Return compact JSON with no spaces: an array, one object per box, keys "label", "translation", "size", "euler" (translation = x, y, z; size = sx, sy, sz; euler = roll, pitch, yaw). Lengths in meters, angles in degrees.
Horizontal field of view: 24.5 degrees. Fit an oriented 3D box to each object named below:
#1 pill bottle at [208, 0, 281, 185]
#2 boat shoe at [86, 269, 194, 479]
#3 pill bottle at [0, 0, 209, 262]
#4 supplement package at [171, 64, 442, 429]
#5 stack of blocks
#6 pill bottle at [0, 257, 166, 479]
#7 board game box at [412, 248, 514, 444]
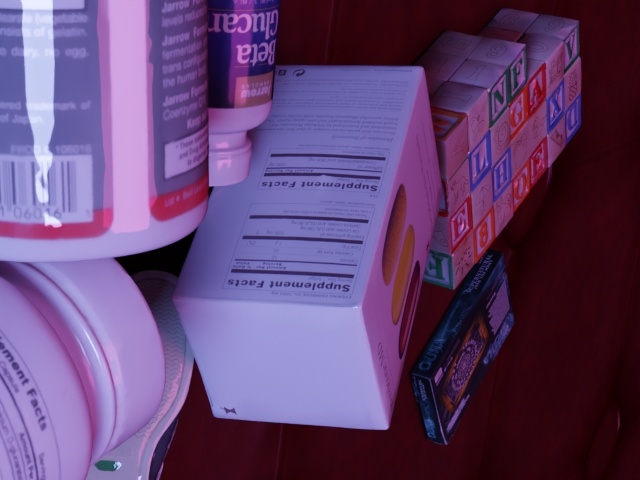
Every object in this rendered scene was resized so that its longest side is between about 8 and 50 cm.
[{"label":"pill bottle","translation":[-0.075,-0.126,0.984],"size":[0.094,0.094,0.169],"euler":[-26,126,-55]},{"label":"boat shoe","translation":[-0.145,0.134,1.039],"size":[0.079,0.084,0.233],"euler":[158,-55,-76]},{"label":"pill bottle","translation":[-0.139,-0.144,0.778],"size":[0.161,0.161,0.283],"euler":[-27,123,-55]},{"label":"supplement package","translation":[0.000,0.000,1.080],"size":[0.139,0.134,0.244],"euler":[76,23,-45]},{"label":"stack of blocks","translation":[0.154,-0.113,1.425],"size":[0.297,0.087,0.171],"euler":[-48,142,-40]},{"label":"pill bottle","translation":[-0.220,0.104,0.750],"size":[0.283,0.160,0.160],"euler":[-32,131,-47]},{"label":"board game box","translation":[0.160,0.117,1.624],"size":[0.186,0.026,0.126],"euler":[-56,148,-32]}]
